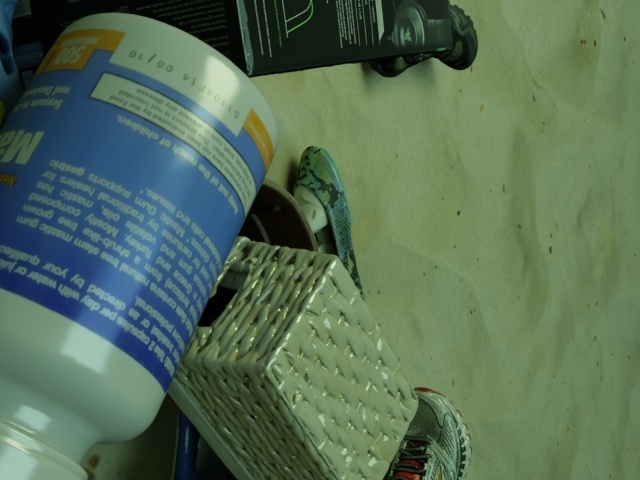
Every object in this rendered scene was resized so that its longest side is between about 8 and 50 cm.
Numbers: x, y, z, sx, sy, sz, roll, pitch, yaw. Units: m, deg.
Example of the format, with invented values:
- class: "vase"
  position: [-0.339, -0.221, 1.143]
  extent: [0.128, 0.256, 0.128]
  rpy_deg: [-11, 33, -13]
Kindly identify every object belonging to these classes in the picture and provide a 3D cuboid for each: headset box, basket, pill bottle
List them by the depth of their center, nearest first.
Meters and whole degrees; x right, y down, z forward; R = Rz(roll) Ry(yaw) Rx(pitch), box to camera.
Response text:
- class: "pill bottle"
  position: [-0.139, 0.020, 0.551]
  extent: [0.152, 0.152, 0.272]
  rpy_deg: [48, 55, -42]
- class: "basket"
  position: [-0.017, 0.093, 0.657]
  extent: [0.113, 0.103, 0.167]
  rpy_deg: [-57, 133, -34]
- class: "headset box"
  position: [-0.066, -0.188, 0.748]
  extent: [0.283, 0.246, 0.131]
  rpy_deg: [-22, 107, -52]

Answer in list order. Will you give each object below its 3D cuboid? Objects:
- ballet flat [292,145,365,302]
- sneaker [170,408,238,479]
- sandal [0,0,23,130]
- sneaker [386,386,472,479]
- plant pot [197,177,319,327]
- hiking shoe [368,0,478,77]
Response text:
- class: "ballet flat"
  position: [0.000, 0.000, 0.994]
  extent: [0.070, 0.070, 0.188]
  rpy_deg: [-33, 113, -48]
- class: "sneaker"
  position: [-0.058, 0.115, 0.834]
  extent: [0.131, 0.111, 0.296]
  rpy_deg: [61, 33, -66]
- class: "sandal"
  position: [-0.232, -0.158, 0.618]
  extent: [0.138, 0.126, 0.317]
  rpy_deg: [-44, 134, -54]
- class: "sneaker"
  position: [0.117, 0.284, 1.130]
  extent: [0.092, 0.088, 0.225]
  rpy_deg: [4, 87, -52]
- class: "plant pot"
  position: [-0.114, 0.035, 0.752]
  extent: [0.167, 0.165, 0.167]
  rpy_deg: [-2, 92, -54]
- class: "hiking shoe"
  position: [0.096, -0.233, 1.117]
  extent: [0.227, 0.086, 0.114]
  rpy_deg: [25, 84, -45]
